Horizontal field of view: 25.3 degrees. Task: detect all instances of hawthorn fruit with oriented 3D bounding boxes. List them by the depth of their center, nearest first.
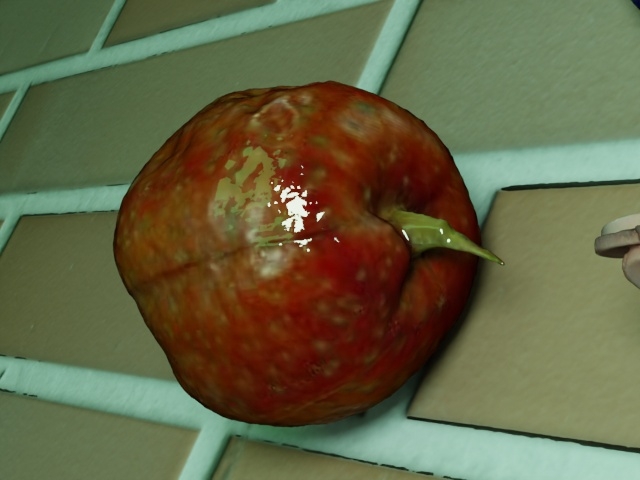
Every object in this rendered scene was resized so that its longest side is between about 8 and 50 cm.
[{"bbox_3d":[-0.017,0.003,1.007,0.262,0.258,0.258,118,167,-56],"label":"hawthorn fruit"}]

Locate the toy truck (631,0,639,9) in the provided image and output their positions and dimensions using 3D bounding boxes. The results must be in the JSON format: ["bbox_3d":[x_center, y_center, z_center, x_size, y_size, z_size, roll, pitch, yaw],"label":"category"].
[{"bbox_3d":[0.240,-0.207,1.022,0.063,0.074,0.136,-42,-8,20],"label":"toy truck"}]

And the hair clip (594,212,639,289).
[{"bbox_3d":[0.221,-0.001,0.769,0.123,0.138,0.102,-22,38,55],"label":"hair clip"}]
